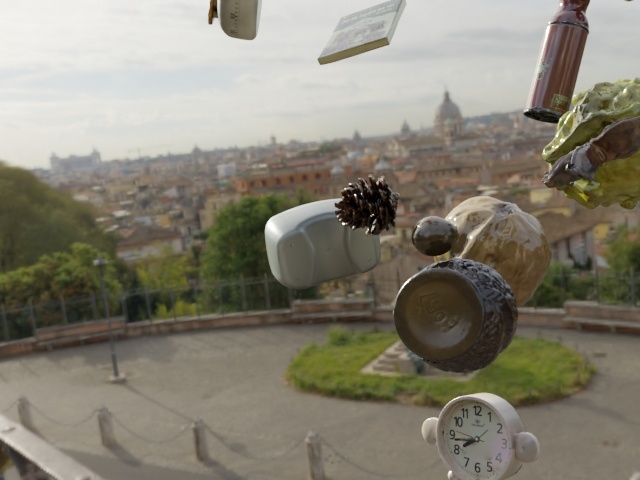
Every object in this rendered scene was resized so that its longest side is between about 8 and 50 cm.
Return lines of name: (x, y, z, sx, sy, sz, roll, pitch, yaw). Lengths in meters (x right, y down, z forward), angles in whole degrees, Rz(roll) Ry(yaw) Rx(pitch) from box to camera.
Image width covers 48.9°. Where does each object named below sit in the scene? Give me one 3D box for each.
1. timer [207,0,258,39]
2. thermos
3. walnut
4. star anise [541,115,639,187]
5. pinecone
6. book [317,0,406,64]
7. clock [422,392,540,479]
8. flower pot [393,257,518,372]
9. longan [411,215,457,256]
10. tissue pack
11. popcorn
timer: (-0.193, -0.684, 1.982, 0.240, 0.233, 0.233, 7, 8, -4)
thermos: (0.619, -0.474, 1.818, 0.109, 0.330, 0.136, 14, 1, 13)
walnut: (0.535, 0.055, 2.213, 0.384, 0.383, 0.383, -6, 8, 1)
star anise: (0.469, -0.144, 1.210, 0.208, 0.063, 0.172, -34, -2, -11)
pinecone: (0.120, -0.087, 1.799, 0.174, 0.173, 0.173, -6, 8, 1)
book: (0.115, -0.565, 1.891, 0.202, 0.027, 0.264, -11, 35, 28)
clock: (0.280, 0.346, 1.223, 0.063, 0.155, 0.229, 4, -6, -45)
flower pot: (0.288, 0.164, 1.548, 0.266, 0.266, 0.267, -3, -6, 21)
longan: (0.268, -0.012, 1.635, 0.113, 0.092, 0.113, -20, 14, 5)
tissue pack: (0.000, 0.000, 2.129, 0.333, 0.229, 0.236, -14, 22, -12)
popcorn: (0.657, -0.217, 1.557, 0.312, 0.312, 0.312, -6, 8, 1)
